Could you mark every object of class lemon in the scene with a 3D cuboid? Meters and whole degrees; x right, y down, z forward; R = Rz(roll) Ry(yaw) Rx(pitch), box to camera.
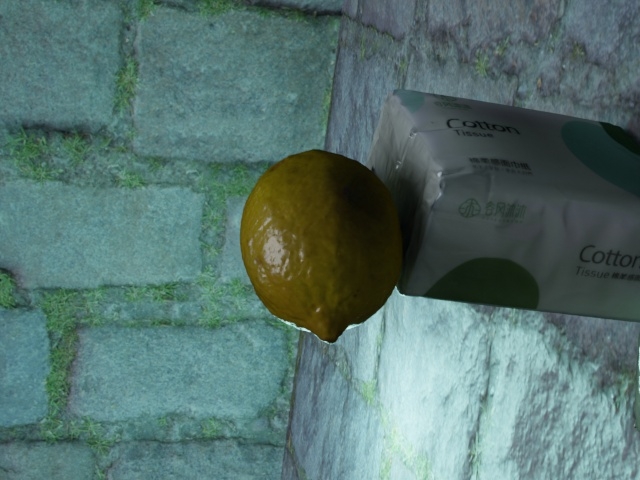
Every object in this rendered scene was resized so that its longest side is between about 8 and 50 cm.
[{"bbox_3d":[0.000,0.000,1.224,0.188,0.188,0.256,115,151,-52],"label":"lemon"}]

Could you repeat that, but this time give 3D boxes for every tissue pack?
[{"bbox_3d":[0.255,-0.044,1.341,0.266,0.356,0.194,-109,30,-56],"label":"tissue pack"}]

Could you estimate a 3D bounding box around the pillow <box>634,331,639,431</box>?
[{"bbox_3d":[0.403,0.163,1.221,0.134,0.078,0.181,-57,-26,-77],"label":"pillow"}]
